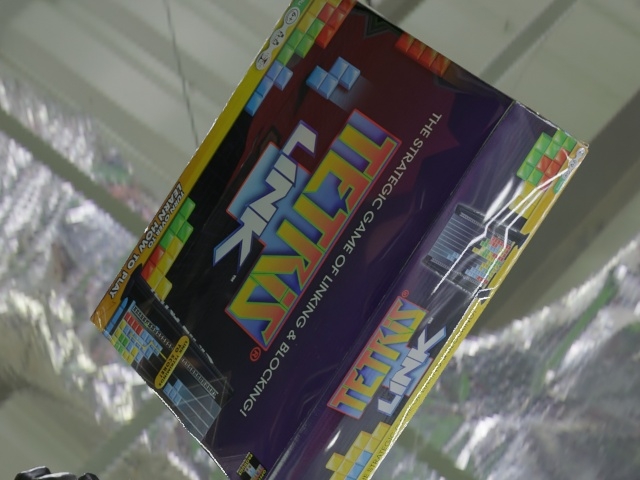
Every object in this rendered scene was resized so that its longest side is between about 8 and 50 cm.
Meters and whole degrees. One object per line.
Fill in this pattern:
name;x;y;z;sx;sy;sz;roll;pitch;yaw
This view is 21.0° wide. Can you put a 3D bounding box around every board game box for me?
board game box;0.000;0.000;0.653;0.170;0.048;0.141;-58;-140;6

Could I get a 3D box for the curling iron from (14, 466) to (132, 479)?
curling iron;-0.166;0.078;0.378;0.274;0.068;0.035;-3;-89;-4
